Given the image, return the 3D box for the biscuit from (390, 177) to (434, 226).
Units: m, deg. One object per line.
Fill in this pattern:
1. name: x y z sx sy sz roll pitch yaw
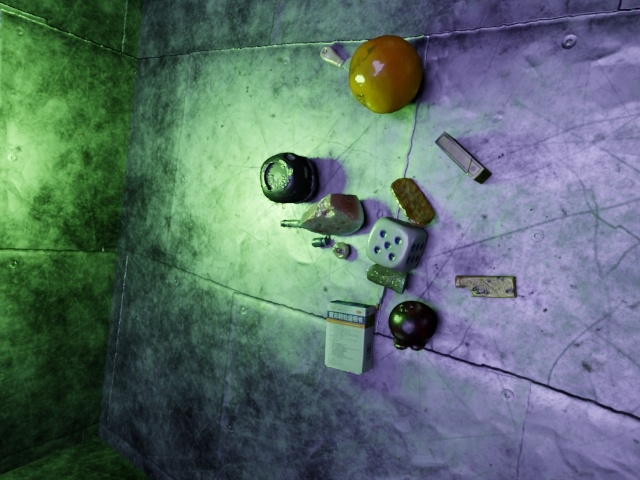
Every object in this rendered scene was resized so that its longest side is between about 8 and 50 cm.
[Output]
1. biscuit: 0.385 -0.165 1.756 0.118 0.029 0.247 -22 65 -7

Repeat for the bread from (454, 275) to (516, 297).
1. bread: 0.636 0.179 1.616 0.225 0.049 0.088 -4 88 34

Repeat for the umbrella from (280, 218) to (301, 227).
1. umbrella: -0.123 -0.086 2.120 0.188 0.050 0.046 0 70 34

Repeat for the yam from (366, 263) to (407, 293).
1. yam: 0.298 0.159 1.805 0.183 0.107 0.107 18 100 33

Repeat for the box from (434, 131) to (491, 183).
1. box: 0.555 -0.320 1.616 0.064 0.140 0.220 -49 66 22

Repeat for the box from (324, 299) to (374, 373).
1. box: 0.133 0.438 1.912 0.199 0.106 0.300 4 90 33

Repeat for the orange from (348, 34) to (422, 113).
1. orange: 0.265 -0.682 1.715 0.311 0.312 0.313 0 90 33

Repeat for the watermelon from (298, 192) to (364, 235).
1. watermelon: 0.046 -0.137 1.916 0.317 0.226 0.148 -2 62 22

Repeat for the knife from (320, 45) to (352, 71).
1. knife: 0.136 -0.829 1.964 0.335 0.043 0.081 39 104 20

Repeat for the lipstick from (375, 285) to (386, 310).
1. lipstick: 0.267 0.255 1.868 0.030 0.030 0.130 16 99 32

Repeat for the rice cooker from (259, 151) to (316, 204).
1. rice cooker: -0.158 -0.301 2.029 0.266 0.224 0.268 -2 86 26

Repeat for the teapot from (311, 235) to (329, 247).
1. teapot: 0.001 0.004 2.040 0.083 0.064 0.049 -7 117 30

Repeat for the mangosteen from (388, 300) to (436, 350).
1. mangosteen: 0.378 0.346 1.708 0.209 0.209 0.210 0 90 33

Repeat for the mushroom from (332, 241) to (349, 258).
1. mushroom: 0.090 0.046 1.955 0.085 0.079 0.085 -2 85 32

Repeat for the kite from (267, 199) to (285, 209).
1. kite: -0.191 -0.254 2.180 0.240 0.014 0.184 -2 90 32

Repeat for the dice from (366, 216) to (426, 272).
1. dice: 0.317 0.015 1.741 0.191 0.193 0.194 24 102 30
